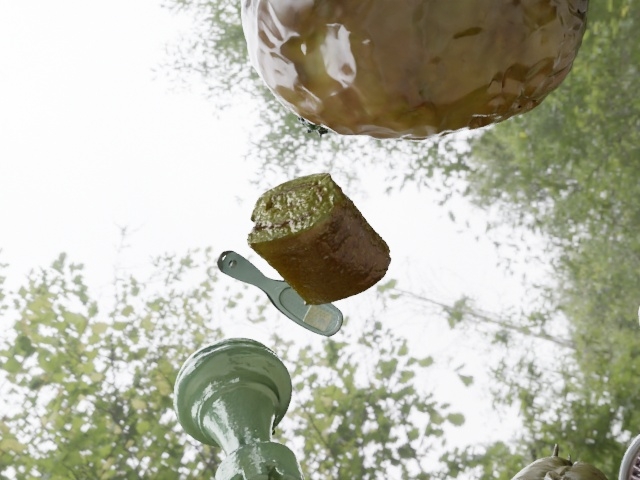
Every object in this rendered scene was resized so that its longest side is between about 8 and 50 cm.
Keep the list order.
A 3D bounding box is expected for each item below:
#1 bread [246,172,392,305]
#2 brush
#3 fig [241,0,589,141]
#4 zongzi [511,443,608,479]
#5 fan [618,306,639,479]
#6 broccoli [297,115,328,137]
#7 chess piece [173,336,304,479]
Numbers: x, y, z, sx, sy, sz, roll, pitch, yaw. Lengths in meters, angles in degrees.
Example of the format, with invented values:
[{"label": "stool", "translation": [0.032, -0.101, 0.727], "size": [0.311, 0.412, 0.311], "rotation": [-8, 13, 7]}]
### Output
[{"label": "bread", "translation": [0.000, 0.000, 0.924], "size": [0.172, 0.132, 0.103], "rotation": [48, -152, -48]}, {"label": "brush", "translation": [-0.074, 0.100, 1.403], "size": [0.068, 0.297, 0.060], "rotation": [-58, -26, -6]}, {"label": "fig", "translation": [0.075, -0.262, 0.562], "size": [0.286, 0.286, 0.368], "rotation": [-39, -37, -36]}, {"label": "zongzi", "translation": [0.194, 0.270, 0.509], "size": [0.099, 0.197, 0.194], "rotation": [3, -74, -48]}, {"label": "fan", "translation": [0.317, 0.162, 0.635], "size": [0.074, 0.130, 0.244], "rotation": [8, -109, -31]}, {"label": "broccoli", "translation": [0.072, -0.292, 1.348], "size": [0.275, 0.198, 0.177], "rotation": [-18, -21, -13]}, {"label": "chess piece", "translation": [-0.111, 0.296, 1.108], "size": [0.194, 0.299, 0.194], "rotation": [-7, -64, -14]}]
